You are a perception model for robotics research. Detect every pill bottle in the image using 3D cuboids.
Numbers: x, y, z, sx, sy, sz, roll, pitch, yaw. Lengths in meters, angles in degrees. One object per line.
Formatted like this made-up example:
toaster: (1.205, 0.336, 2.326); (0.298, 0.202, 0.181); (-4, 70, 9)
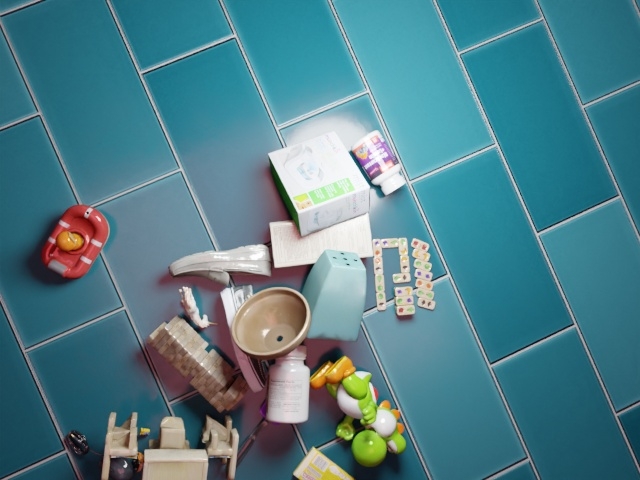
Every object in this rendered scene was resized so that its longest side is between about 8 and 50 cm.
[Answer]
pill bottle: (0.191, -0.246, 1.800); (0.108, 0.108, 0.194); (-33, 91, -6)
pill bottle: (-0.099, 0.439, 1.733); (0.131, 0.131, 0.230); (3, 80, -5)

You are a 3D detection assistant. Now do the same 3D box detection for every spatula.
spatula: (-0.203, 0.611, 1.770); (0.084, 0.030, 0.296); (38, 85, -5)

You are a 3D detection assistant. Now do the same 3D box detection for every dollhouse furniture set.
dollhouse furniture set: (-0.419, 0.660, 1.549); (0.361, 0.394, 0.257); (7, 88, -17)

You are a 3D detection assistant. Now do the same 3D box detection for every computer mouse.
computer mouse: (-0.677, 0.660, 1.709); (0.242, 0.041, 0.071); (30, 94, 4)

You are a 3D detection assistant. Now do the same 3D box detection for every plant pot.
plant pot: (-0.133, 0.261, 1.645); (0.237, 0.237, 0.110); (-26, 135, -6)
plant pot: (0.043, 0.155, 1.685); (0.165, 0.165, 0.234); (7, 115, -17)

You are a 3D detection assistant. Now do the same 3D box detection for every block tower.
block tower: (-0.373, 0.377, 1.719); (0.335, 0.091, 0.097); (43, 115, -2)

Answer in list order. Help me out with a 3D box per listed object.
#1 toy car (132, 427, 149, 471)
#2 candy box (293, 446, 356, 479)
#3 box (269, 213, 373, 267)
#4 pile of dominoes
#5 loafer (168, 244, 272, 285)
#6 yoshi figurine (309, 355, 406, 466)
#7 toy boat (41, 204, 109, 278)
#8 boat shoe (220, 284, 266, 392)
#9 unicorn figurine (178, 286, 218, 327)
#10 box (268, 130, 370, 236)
toy car: (-0.544, 0.647, 1.728); (0.040, 0.060, 0.122); (15, 94, -36)
candy box: (0.025, 0.764, 1.787); (0.206, 0.027, 0.105); (39, 87, -2)
box: (0.000, 0.000, 1.766); (0.310, 0.121, 0.148); (-5, 88, -5)
pile of dominoes: (0.276, 0.114, 1.829); (0.195, 0.040, 0.251); (-4, 89, -5)
loafer: (-0.308, 0.088, 1.741); (0.319, 0.112, 0.112); (-9, 80, -6)
yoshi figurine: (0.113, 0.552, 1.733); (0.203, 0.203, 0.362); (-39, 94, 10)
toy boat: (-0.745, 0.001, 1.683); (0.151, 0.151, 0.231); (30, 86, -4)
boat shoe: (-0.212, 0.298, 1.736); (0.119, 0.121, 0.335); (-17, 89, -6)
unicorn figurine: (-0.395, 0.212, 1.738); (0.060, 0.162, 0.111); (-33, 64, -1)
box: (-0.004, -0.175, 1.709); (0.231, 0.127, 0.262); (-20, 56, -9)
